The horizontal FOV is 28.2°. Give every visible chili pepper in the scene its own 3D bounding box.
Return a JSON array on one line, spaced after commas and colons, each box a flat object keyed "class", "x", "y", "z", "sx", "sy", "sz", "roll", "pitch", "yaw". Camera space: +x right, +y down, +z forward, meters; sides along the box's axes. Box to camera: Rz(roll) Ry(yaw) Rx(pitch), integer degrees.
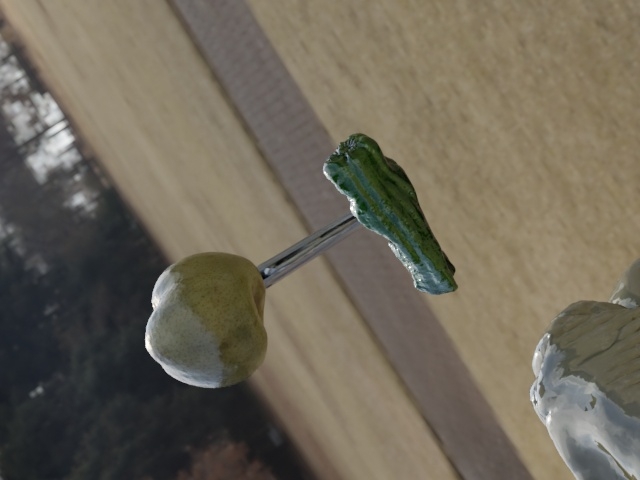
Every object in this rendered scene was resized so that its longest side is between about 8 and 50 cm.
[{"class": "chili pepper", "x": 0.096, "y": -0.027, "z": 1.607, "sx": 0.253, "sy": 0.083, "sz": 0.099, "roll": 53, "pitch": -178, "yaw": -31}]

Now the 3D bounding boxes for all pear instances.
[{"class": "pear", "x": -0.132, "y": 0.094, "z": 1.511, "sx": 0.167, "sy": 0.136, "sz": 0.167, "roll": -13, "pitch": -90, "yaw": -81}]

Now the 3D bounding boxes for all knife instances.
[{"class": "knife", "x": 0.001, "y": 0.000, "z": 2.080, "sx": 0.040, "sy": 0.265, "sz": 0.073, "roll": 58, "pitch": 178, "yaw": 4}]

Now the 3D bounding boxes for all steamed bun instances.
[{"class": "steamed bun", "x": 0.406, "y": 0.187, "z": 1.280, "sx": 0.367, "sy": 0.342, "sz": 0.255, "roll": -133, "pitch": 26, "yaw": -58}]
